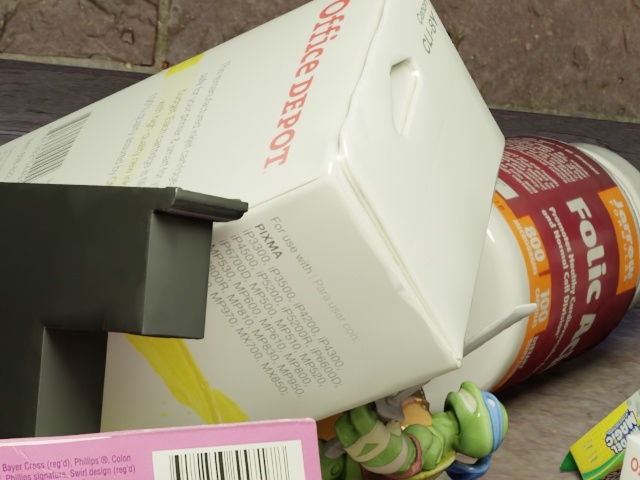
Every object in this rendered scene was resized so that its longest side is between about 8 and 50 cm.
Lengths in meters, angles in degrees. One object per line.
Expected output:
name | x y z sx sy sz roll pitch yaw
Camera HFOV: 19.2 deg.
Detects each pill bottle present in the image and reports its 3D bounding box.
pill bottle | 0.163 0.020 1.748 0.224 0.224 0.392 15 15 28

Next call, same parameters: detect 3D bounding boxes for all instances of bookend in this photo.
bookend | -0.129 0.048 1.034 0.157 0.156 0.072 2 -4 30

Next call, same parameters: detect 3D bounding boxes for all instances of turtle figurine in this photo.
turtle figurine | -0.008 0.098 1.300 0.266 0.274 0.198 -18 52 -11

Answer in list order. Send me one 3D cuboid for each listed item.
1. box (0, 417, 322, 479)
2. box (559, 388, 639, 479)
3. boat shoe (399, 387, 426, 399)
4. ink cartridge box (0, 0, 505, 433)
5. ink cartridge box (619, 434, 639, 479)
box | -0.145 0.167 0.987 0.213 0.117 0.243 -1 -11 -30
box | 0.277 0.145 1.494 0.105 0.179 0.043 -2 60 -35
boat shoe | -0.036 0.117 1.514 0.257 0.095 0.095 5 19 -11
ink cartridge box | -0.089 0.010 1.232 0.385 0.160 0.279 -23 26 24
ink cartridge box | 0.226 0.204 1.155 0.063 0.150 0.109 2 14 -21
